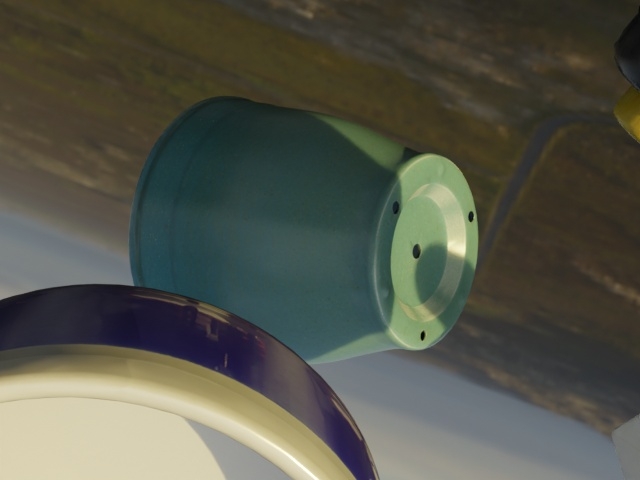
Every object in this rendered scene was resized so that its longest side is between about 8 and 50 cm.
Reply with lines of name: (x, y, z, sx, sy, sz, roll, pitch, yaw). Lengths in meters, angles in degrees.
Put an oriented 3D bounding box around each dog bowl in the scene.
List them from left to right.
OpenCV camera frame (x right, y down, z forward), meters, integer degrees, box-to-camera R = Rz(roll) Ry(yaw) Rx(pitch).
dog bowl: (-0.097, 0.156, 0.576, 0.265, 0.265, 0.104, 21, -162, -8)

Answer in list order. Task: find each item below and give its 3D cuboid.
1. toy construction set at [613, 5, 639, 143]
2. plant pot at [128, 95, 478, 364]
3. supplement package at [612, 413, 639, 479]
toy construction set: (0.127, -0.162, 0.364, 0.309, 0.257, 0.237, 49, -166, -45)
plant pot: (0.000, 0.000, 1.286, 0.255, 0.272, 0.271, 7, 168, 37)
supplement package: (0.312, 0.139, 0.589, 0.262, 0.198, 0.199, 4, 150, -29)
